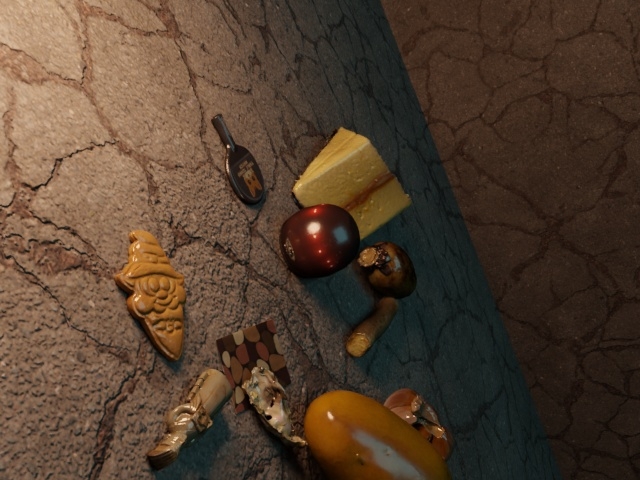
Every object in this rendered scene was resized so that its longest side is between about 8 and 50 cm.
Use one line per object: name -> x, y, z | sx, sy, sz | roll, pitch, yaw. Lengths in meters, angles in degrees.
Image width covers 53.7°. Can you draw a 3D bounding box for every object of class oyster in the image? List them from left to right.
oyster -> -0.107, 0.361, 1.332 | 0.106, 0.061, 0.199 | -19, 92, -42

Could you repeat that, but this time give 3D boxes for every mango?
mango -> 0.126, 0.507, 1.445 | 0.446, 0.232, 0.300 | 45, 7, -24

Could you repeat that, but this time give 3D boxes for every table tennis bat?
table tennis bat -> -0.203, -0.196, 1.539 | 0.236, 0.027, 0.150 | 65, 26, -18

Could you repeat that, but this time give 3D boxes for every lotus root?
lotus root -> 0.235, 0.100, 2.062 | 0.314, 0.142, 0.169 | 38, 38, -49

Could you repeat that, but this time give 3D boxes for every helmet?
helmet -> 0.000, 0.000, 1.640 | 0.216, 0.193, 0.189 | -18, 88, -22

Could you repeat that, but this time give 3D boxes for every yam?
yam -> 0.166, 0.250, 1.907 | 0.081, 0.081, 0.357 | 68, 25, -7

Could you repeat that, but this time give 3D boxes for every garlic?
garlic -> 0.270, 0.525, 1.783 | 0.214, 0.191, 0.160 | 39, 34, -14

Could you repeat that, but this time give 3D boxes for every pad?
pad -> -0.140, 0.266, 1.370 | 0.235, 0.003, 0.158 | -9, 81, -64

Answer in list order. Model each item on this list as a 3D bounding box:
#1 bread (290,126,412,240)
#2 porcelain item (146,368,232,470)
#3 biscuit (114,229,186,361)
bread -> 0.069, -0.151, 1.982 | 0.405, 0.242, 0.345 | -39, 123, -18
porcelain item -> -0.226, 0.315, 1.111 | 0.084, 0.054, 0.213 | 63, 28, -13
biscuit -> -0.297, 0.099, 1.149 | 0.162, 0.035, 0.250 | -13, 87, -60
